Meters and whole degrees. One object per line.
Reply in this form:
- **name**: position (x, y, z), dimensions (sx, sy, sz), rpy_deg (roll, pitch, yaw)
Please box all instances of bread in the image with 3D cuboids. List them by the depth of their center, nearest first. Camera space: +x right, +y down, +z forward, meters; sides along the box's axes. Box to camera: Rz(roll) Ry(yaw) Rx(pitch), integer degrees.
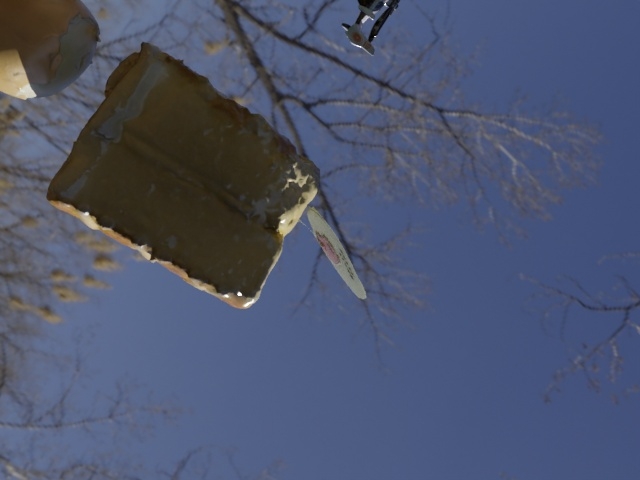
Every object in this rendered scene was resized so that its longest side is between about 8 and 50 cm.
- **bread**: position (-0.220, -0.096, 1.453), dimensions (0.279, 0.371, 0.390), rpy_deg (-58, -171, -4)

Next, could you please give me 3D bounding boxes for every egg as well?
- **egg**: position (-0.501, -0.345, 1.493), dimensions (0.201, 0.244, 0.201), rpy_deg (-157, -90, -88)

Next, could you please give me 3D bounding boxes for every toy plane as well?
- **toy plane**: position (0.076, -0.349, 1.280), dimensions (0.053, 0.078, 0.197), rpy_deg (-36, -156, 52)

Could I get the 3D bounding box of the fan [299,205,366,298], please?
- **fan**: position (-0.001, 0.001, 1.500), dimensions (0.010, 0.182, 0.310), rpy_deg (-30, -155, -9)
